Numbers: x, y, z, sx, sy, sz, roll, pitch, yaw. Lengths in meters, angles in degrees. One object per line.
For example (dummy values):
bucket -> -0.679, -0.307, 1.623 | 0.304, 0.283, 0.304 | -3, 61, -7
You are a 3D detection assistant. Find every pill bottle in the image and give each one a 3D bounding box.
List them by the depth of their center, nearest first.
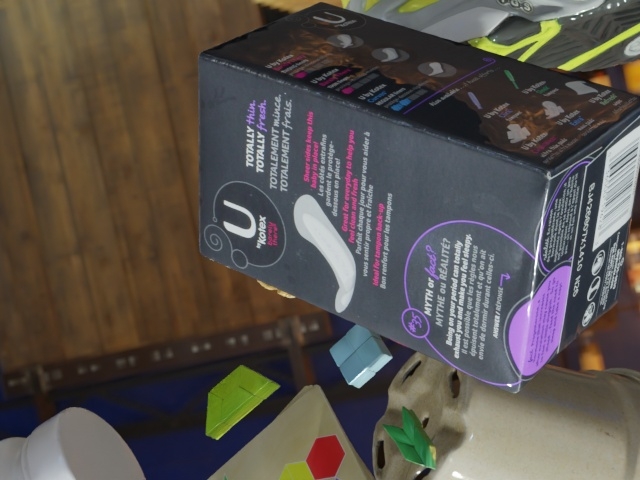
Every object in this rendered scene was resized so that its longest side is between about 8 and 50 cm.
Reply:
pill bottle -> -0.314, 0.292, 1.339 | 0.283, 0.160, 0.160 | -35, 178, 14

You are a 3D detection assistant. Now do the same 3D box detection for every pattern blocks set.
pattern blocks set -> -0.035, 0.236, 1.260 | 0.325, 0.285, 0.026 | -36, 141, 22

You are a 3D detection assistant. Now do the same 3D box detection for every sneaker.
sneaker -> 0.197, -0.223, 1.141 | 0.385, 0.147, 0.145 | -15, 158, -16

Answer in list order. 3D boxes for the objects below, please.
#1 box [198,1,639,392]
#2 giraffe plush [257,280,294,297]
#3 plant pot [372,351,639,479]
box -> 0.062, -0.039, 0.936 | 0.270, 0.165, 0.143 | 23, -145, 29
giraffe plush -> 0.000, 0.000, 1.469 | 0.171, 0.210, 0.181 | 13, 165, 24
plant pot -> 0.251, 0.281, 1.836 | 0.306, 0.333, 0.334 | 23, 168, -23
